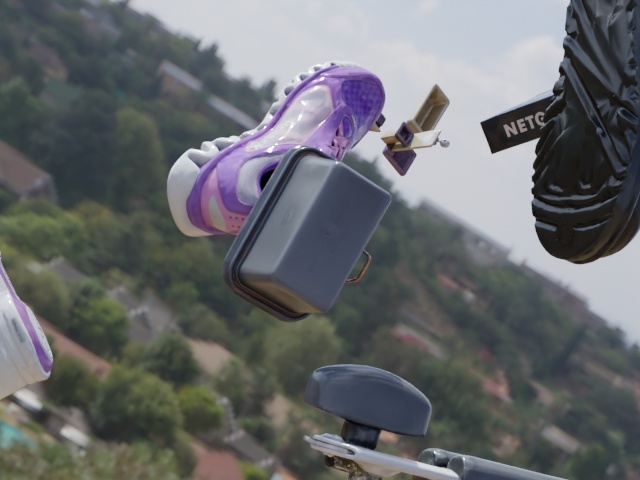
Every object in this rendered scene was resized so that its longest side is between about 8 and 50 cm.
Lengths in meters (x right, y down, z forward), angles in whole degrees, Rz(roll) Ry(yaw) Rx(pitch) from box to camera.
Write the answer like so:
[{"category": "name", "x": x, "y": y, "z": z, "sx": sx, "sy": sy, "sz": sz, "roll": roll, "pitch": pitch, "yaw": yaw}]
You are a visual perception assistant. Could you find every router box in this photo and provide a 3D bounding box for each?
[{"category": "router box", "x": 0.292, "y": -0.159, "z": 1.681, "sx": 0.179, "sy": 0.046, "sz": 0.133, "roll": -18, "pitch": 6, "yaw": 46}]

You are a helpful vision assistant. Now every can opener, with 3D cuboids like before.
[{"category": "can opener", "x": 0.111, "y": 0.171, "z": 1.118, "sx": 0.280, "sy": 0.093, "sz": 0.074, "roll": 23, "pitch": -8, "yaw": -29}]

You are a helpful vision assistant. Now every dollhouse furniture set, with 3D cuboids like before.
[{"category": "dollhouse furniture set", "x": 0.119, "y": -0.147, "z": 1.643, "sx": 0.081, "sy": 0.114, "sz": 0.091, "roll": -6, "pitch": -47, "yaw": 48}]

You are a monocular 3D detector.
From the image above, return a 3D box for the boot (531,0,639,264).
[{"category": "boot", "x": 0.256, "y": -0.080, "z": 0.980, "sx": 0.207, "sy": 0.246, "sz": 0.094, "roll": 19, "pitch": -18, "yaw": -29}]

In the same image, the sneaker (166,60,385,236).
[{"category": "sneaker", "x": -0.015, "y": -0.070, "z": 1.250, "sx": 0.105, "sy": 0.236, "sz": 0.095, "roll": 18, "pitch": -44, "yaw": 42}]

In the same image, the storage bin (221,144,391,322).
[{"category": "storage bin", "x": 0.000, "y": 0.000, "z": 1.133, "sx": 0.098, "sy": 0.135, "sz": 0.091, "roll": 32, "pitch": -7, "yaw": -17}]

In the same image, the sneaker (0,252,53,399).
[{"category": "sneaker", "x": -0.461, "y": 0.071, "z": 1.834, "sx": 0.305, "sy": 0.152, "sz": 0.114, "roll": 58, "pitch": -4, "yaw": 23}]
